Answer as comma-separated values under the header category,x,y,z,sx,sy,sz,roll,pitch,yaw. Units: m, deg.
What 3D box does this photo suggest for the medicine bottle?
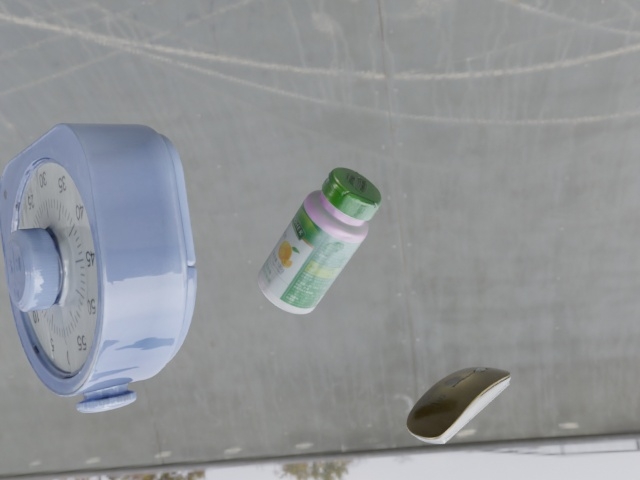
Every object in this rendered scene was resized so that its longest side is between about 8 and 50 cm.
category,x,y,z,sx,sy,sz,roll,pitch,yaw
medicine bottle,0.000,0.000,1.255,0.133,0.133,0.274,6,129,-44

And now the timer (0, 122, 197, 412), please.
category,x,y,z,sx,sy,sz,roll,pitch,yaw
timer,-0.326,0.045,0.925,0.173,0.396,0.394,-6,172,-42

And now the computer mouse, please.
category,x,y,z,sx,sy,sz,roll,pitch,yaw
computer mouse,0.224,0.254,1.096,0.199,0.045,0.102,-31,-164,-29
